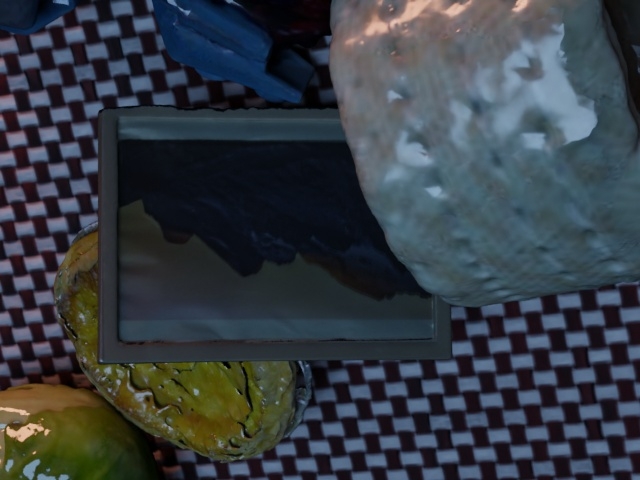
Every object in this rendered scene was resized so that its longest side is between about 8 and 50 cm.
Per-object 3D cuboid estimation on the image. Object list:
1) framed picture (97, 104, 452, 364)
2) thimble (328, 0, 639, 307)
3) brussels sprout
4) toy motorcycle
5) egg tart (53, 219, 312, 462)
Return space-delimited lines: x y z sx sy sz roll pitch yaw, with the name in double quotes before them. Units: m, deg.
"framed picture" -0.034 -0.005 1.371 0.265 0.018 0.192 -1 85 -11
"thimble" 0.143 -0.110 1.240 0.195 0.291 0.291 -12 106 24
"brussels sprout" -0.215 0.197 1.553 0.180 0.161 0.144 36 79 -22
"toy motorcycle" -0.181 -0.210 1.385 0.416 0.172 0.232 18 124 0
"egg tart" -0.104 0.068 1.473 0.234 0.094 0.234 20 135 21
